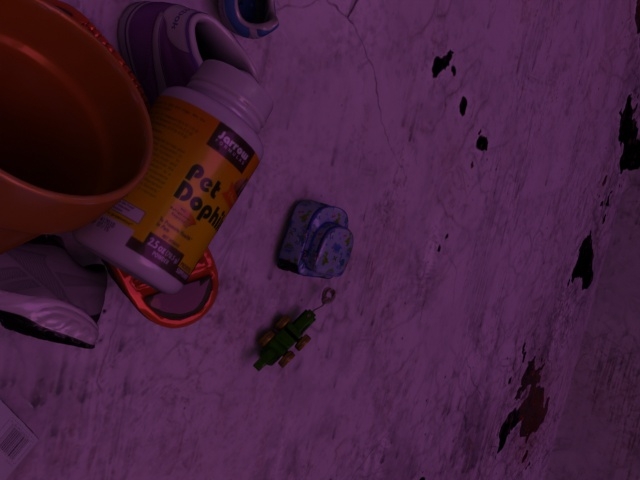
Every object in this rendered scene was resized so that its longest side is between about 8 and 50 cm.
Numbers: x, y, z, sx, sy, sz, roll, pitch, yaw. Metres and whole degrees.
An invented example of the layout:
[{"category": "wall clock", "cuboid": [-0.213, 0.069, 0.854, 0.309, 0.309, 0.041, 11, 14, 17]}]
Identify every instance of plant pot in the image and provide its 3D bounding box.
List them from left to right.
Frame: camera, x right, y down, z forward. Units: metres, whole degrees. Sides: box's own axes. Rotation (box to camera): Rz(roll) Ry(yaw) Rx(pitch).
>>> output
[{"category": "plant pot", "cuboid": [-0.278, -0.073, 0.590, 0.205, 0.188, 0.205, 35, 37, -31]}]

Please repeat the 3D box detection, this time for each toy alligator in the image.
[{"category": "toy alligator", "cuboid": [-0.043, 0.146, 1.131, 0.189, 0.056, 0.051, -43, 175, -32]}]

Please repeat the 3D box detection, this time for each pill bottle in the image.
[{"category": "pill bottle", "cuboid": [-0.134, -0.064, 0.687, 0.117, 0.117, 0.215, 43, 72, -48]}]

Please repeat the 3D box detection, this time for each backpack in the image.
[{"category": "backpack", "cuboid": [0.000, 0.000, 1.095, 0.105, 0.084, 0.115, 13, 91, -53]}]

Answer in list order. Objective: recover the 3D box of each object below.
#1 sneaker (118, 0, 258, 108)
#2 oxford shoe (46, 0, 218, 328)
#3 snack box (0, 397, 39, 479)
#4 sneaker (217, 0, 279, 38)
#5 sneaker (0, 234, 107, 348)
[{"category": "sneaker", "cuboid": [-0.128, -0.136, 0.834, 0.102, 0.161, 0.282, -47, 136, -30]}, {"category": "oxford shoe", "cuboid": [-0.239, -0.072, 0.773, 0.129, 0.132, 0.364, -27, 107, -25]}, {"category": "snack box", "cuboid": [-0.425, 0.166, 0.660, 0.187, 0.060, 0.322, -55, 139, -35]}, {"category": "sneaker", "cuboid": [-0.096, -0.359, 0.844, 0.085, 0.086, 0.237, -36, 128, -34]}, {"category": "sneaker", "cuboid": [-0.328, 0.026, 0.724, 0.271, 0.100, 0.108, 39, 59, -52]}]
